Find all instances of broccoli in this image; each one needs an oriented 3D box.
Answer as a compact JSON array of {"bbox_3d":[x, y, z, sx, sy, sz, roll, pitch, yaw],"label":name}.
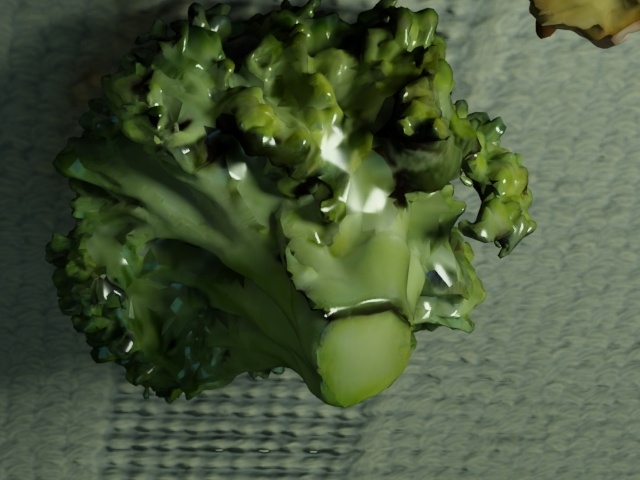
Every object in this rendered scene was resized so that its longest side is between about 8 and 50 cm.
[{"bbox_3d":[-0.012,-0.015,1.398,0.324,0.272,0.334,-28,141,-44],"label":"broccoli"}]

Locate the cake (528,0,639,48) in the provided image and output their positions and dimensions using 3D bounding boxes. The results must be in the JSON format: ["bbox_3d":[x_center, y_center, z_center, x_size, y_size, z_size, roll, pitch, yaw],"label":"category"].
[{"bbox_3d":[0.200,-0.301,1.103,0.314,0.306,0.293,-28,135,14],"label":"cake"}]
